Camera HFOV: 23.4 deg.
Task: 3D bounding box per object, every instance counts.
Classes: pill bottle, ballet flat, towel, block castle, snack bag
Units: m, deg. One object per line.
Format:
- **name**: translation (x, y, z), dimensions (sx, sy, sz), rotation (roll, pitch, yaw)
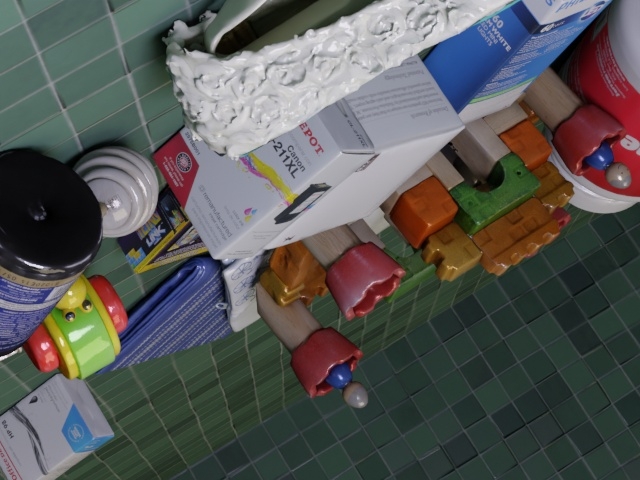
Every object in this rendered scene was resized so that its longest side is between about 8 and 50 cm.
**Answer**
- **pill bottle**: translation (-0.286, 0.028, 1.347), dimensions (0.122, 0.123, 0.219), rotation (-20, 162, -44)
- **ballet flat**: translation (0.050, -0.211, 1.242), dimensions (0.409, 0.147, 0.147), rotation (-32, 168, 4)
- **towel**: translation (-0.152, 0.078, 2.082), dimensions (0.243, 0.040, 0.336), rotation (-41, 166, 25)
- **pill bottle**: translation (0.427, -0.189, 2.007), dimensions (0.229, 0.229, 0.408), rotation (-28, 167, -20)
- **block castle**: translation (0.155, -0.008, 1.896), dimensions (0.453, 0.213, 0.303), rotation (-31, 161, -27)
- **snack bag**: translation (0.000, 0.000, 2.044), dimensions (0.323, 0.037, 0.342), rotation (-36, 166, -13)

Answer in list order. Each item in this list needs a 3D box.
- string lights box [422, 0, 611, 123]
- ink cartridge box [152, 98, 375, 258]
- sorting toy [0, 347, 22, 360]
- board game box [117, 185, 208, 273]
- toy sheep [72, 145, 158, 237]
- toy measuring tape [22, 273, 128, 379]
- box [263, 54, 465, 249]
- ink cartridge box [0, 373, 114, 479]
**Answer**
- **string lights box**: translation (0.215, -0.228, 1.693), dimensions (0.133, 0.077, 0.260), rotation (-23, 164, -38)
- **ink cartridge box**: translation (-0.055, -0.083, 1.474), dimensions (0.175, 0.127, 0.072), rotation (-39, 163, 25)
- **sorting toy**: translation (-0.376, 0.120, 1.673), dimensions (0.083, 0.045, 0.075), rotation (-27, -175, -22)
- **board game box**: translation (-0.118, -0.035, 1.686), dimensions (0.170, 0.048, 0.141), rotation (-19, 163, -49)
- **toy sheep**: translation (-0.190, -0.042, 1.395), dimensions (0.091, 0.091, 0.132), rotation (-37, -162, 19)
- **toy measuring tape**: translation (-0.276, 0.113, 1.713), dimensions (0.121, 0.121, 0.330), rotation (-28, 167, -19)
- **box**: translation (0.017, -0.100, 1.603), dimensions (0.182, 0.119, 0.181), rotation (-18, 162, -47)
- **ink cartridge box**: translation (-0.379, 0.268, 2.070), dimensions (0.180, 0.104, 0.060), rotation (-37, 167, 16)
